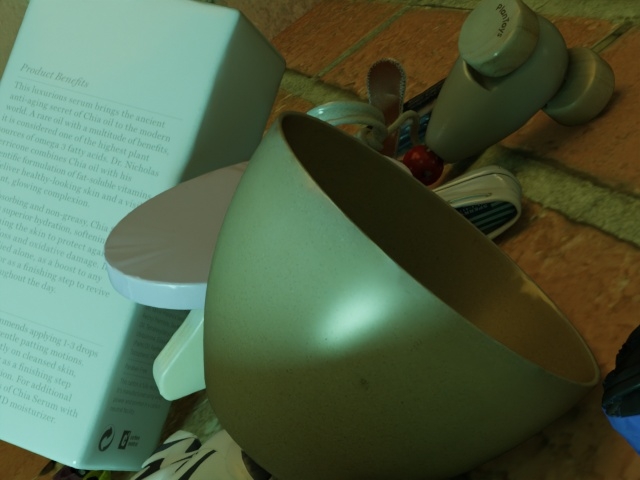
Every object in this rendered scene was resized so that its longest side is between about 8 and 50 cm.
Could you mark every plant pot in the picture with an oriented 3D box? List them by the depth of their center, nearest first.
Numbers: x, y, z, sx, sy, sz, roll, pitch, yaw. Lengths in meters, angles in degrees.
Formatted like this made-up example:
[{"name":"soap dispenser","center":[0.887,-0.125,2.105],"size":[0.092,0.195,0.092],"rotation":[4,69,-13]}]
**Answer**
[{"name":"plant pot","center":[0.027,0.071,0.852],"size":[0.191,0.284,0.284],"rotation":[-51,14,15]}]

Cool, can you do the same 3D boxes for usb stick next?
[{"name":"usb stick","center":[0.171,-0.185,1.532],"size":[0.278,0.045,0.077],"rotation":[-30,26,20]}]

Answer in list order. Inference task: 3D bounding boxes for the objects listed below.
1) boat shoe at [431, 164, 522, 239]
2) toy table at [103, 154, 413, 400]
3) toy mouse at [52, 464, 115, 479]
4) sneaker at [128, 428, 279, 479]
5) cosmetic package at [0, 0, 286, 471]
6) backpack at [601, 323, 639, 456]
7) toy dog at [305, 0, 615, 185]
[{"name":"boat shoe","center":[0.091,-0.003,1.164],"size":[0.226,0.083,0.076],"rotation":[-32,18,14]},{"name":"toy table","center":[-0.042,0.037,1.068],"size":[0.274,0.160,0.252],"rotation":[-11,36,-6]},{"name":"toy mouse","center":[-0.262,0.265,1.243],"size":[0.143,0.031,0.161],"rotation":[-24,22,34]},{"name":"sneaker","center":[-0.117,0.231,0.959],"size":[0.153,0.094,0.235],"rotation":[-46,20,-22]},{"name":"cosmetic package","center":[-0.225,-0.021,1.199],"size":[0.161,0.230,0.453],"rotation":[34,-106,-70]},{"name":"backpack","center":[0.223,0.088,0.664],"size":[0.120,0.101,0.098],"rotation":[-23,20,47]},{"name":"toy dog","center":[0.142,-0.156,1.302],"size":[0.334,0.220,0.161],"rotation":[-22,43,14]}]
